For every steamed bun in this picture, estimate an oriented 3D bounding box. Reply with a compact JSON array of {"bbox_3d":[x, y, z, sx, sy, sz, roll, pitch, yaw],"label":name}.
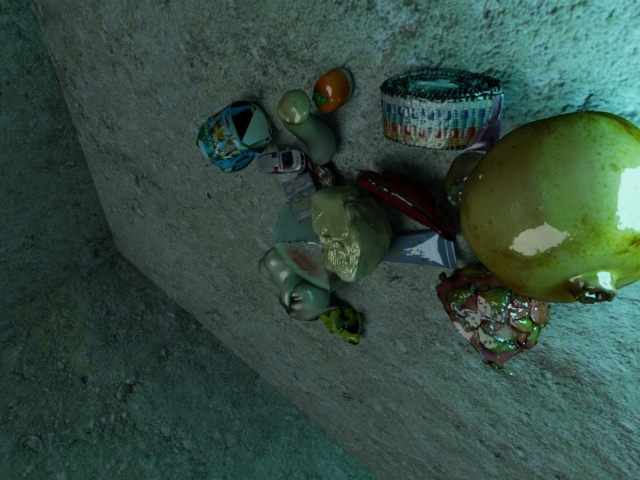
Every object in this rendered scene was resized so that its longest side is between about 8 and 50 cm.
[{"bbox_3d":[0.108,-0.035,1.633,0.289,0.203,0.276,43,131,41],"label":"steamed bun"}]

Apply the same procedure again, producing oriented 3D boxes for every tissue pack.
[{"bbox_3d":[-0.056,-0.152,1.781,0.065,0.115,0.155,49,-161,-77],"label":"tissue pack"}]

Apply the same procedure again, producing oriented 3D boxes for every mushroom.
[{"bbox_3d":[-0.049,-0.342,1.528,0.159,0.122,0.328,11,169,19],"label":"mushroom"}]

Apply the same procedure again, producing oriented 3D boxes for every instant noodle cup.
[{"bbox_3d":[-0.296,-0.382,1.788,0.178,0.240,0.240,-23,105,49],"label":"instant noodle cup"}]

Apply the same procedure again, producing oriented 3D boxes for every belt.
[{"bbox_3d":[0.289,-0.303,1.192,0.295,0.207,0.161,11,129,24],"label":"belt"}]

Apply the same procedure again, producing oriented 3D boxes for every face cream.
[{"bbox_3d":[0.271,0.025,1.651,0.385,0.086,0.136,0,108,46],"label":"face cream"}]

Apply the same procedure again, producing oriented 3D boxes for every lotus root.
[{"bbox_3d":[0.406,-0.129,1.342,0.183,0.078,0.204,35,143,19],"label":"lotus root"}]

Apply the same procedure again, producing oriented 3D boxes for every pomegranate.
[{"bbox_3d":[0.489,-0.052,1.005,0.416,0.416,0.417,30,143,27],"label":"pomegranate"}]

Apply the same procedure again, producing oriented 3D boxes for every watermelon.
[{"bbox_3d":[0.000,0.000,1.850,0.387,0.228,0.258,47,138,-7],"label":"watermelon"}]

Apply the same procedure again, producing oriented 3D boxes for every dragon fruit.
[{"bbox_3d":[0.253,-0.128,1.449,0.343,0.100,0.282,35,-174,26],"label":"dragon fruit"},{"bbox_3d":[0.515,0.164,1.376,0.263,0.296,0.314,-41,86,23],"label":"dragon fruit"}]

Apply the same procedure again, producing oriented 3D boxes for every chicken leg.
[{"bbox_3d":[0.022,-0.209,1.726,0.105,0.063,0.234,-1,120,45],"label":"chicken leg"}]

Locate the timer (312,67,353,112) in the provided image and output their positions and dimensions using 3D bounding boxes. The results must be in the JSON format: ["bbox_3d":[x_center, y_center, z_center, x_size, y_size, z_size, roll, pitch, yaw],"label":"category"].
[{"bbox_3d":[0.028,-0.426,1.446,0.099,0.136,0.136,32,144,15],"label":"timer"}]

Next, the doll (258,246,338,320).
[{"bbox_3d":[-0.106,0.155,2.003,0.215,0.226,0.370,-39,71,45],"label":"doll"}]

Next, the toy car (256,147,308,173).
[{"bbox_3d":[-0.134,-0.278,1.763,0.209,0.108,0.089,5,100,52],"label":"toy car"}]

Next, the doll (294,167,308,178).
[{"bbox_3d":[-0.072,-0.245,1.820,0.058,0.040,0.085,43,144,32],"label":"doll"}]

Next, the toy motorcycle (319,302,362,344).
[{"bbox_3d":[0.052,0.316,2.146,0.342,0.142,0.206,44,147,6],"label":"toy motorcycle"}]
